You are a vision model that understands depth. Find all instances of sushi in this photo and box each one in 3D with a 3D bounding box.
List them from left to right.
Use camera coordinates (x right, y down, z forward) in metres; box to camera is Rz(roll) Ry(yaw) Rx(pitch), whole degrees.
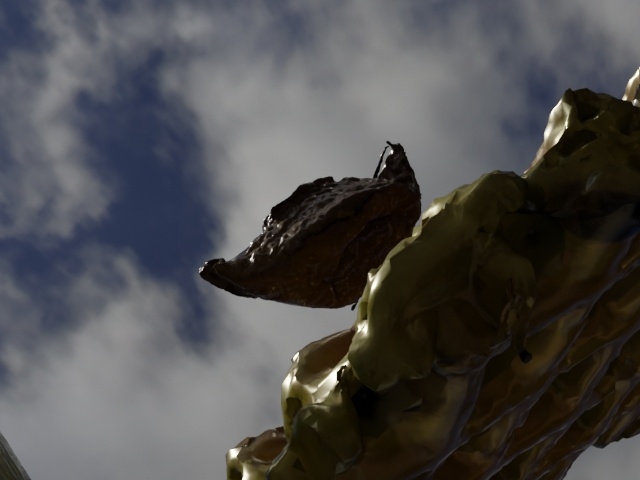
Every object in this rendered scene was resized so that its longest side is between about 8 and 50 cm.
[{"bbox_3d":[0.000,0.000,0.700,0.099,0.050,0.047,-26,-142,-23],"label":"sushi"}]

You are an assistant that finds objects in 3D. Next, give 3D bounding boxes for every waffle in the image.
[{"bbox_3d":[0.094,0.021,0.576,0.312,0.307,0.060,-41,-109,-8],"label":"waffle"}]

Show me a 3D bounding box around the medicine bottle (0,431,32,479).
[{"bbox_3d":[-0.201,0.040,0.581,0.139,0.139,0.225,-40,-116,-2],"label":"medicine bottle"}]
